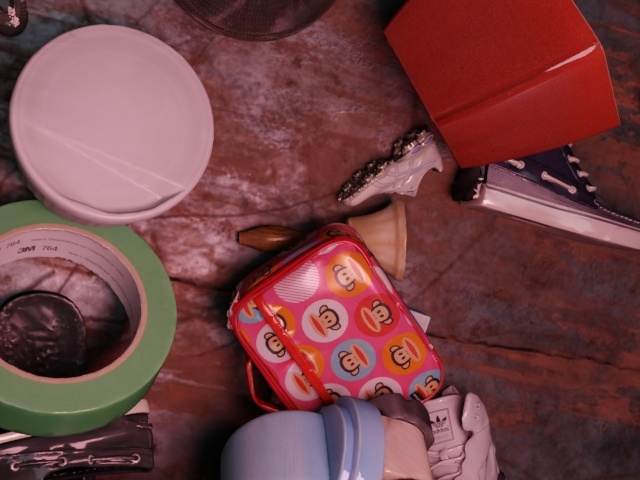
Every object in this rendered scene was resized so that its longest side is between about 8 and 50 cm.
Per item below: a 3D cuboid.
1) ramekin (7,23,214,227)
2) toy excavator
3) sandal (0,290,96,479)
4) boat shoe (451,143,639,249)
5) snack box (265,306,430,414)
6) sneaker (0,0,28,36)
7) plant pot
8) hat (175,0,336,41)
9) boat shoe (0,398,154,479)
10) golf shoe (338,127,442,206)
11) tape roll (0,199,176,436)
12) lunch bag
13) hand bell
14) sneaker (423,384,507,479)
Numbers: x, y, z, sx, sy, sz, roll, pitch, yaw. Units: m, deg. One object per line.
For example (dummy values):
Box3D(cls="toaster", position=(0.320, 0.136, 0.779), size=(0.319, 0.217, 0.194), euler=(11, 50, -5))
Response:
Box3D(cls="ramekin", position=(-0.288, -0.141, 1.570), size=(0.272, 0.127, 0.273), euler=(6, 73, -21))
Box3D(cls="toy excavator", position=(-0.108, 0.365, 1.563), size=(0.445, 0.222, 0.433), euler=(20, 121, -16))
Box3D(cls="sandal", position=(-0.393, 0.296, 1.637), size=(0.167, 0.107, 0.446), euler=(-6, 99, -16))
Box3D(cls="boat shoe", position=(0.380, -0.091, 1.814), size=(0.340, 0.127, 0.158), euler=(16, 87, -19))
Box3D(cls="snack box", position=(0.026, 0.235, 1.780), size=(0.187, 0.060, 0.322), euler=(19, 91, -16))
Box3D(cls="sneaker", position=(-0.448, -0.381, 1.538), size=(0.078, 0.106, 0.234), euler=(-21, 102, -12))
Box3D(cls="plant pot", position=(0.245, -0.256, 1.660), size=(0.235, 0.267, 0.267), euler=(-30, 65, 9))
Box3D(cls="hat", position=(-0.068, -0.441, 1.633), size=(0.331, 0.134, 0.331), euler=(-2, 98, -17))
Box3D(cls="boat shoe", position=(-0.377, 0.305, 1.534), size=(0.340, 0.127, 0.113), euler=(-12, 76, -27))
Box3D(cls="golf shoe", position=(0.112, -0.091, 1.766), size=(0.176, 0.069, 0.086), euler=(-36, 111, -9))
Box3D(cls="tape roll", position=(-0.354, 0.097, 1.545), size=(0.321, 0.077, 0.321), euler=(11, 55, -16))
Box3D(cls="lunch bag", position=(0.006, 0.148, 1.669), size=(0.258, 0.120, 0.293), euler=(-34, 106, 4))
Box3D(cls="hand bell", position=(0.000, 0.000, 1.737), size=(0.242, 0.126, 0.126), euler=(0, 97, -5))
Box3D(cls="sneaker", position=(0.177, 0.349, 1.719), size=(0.137, 0.366, 0.210), euler=(-15, 94, 22))
